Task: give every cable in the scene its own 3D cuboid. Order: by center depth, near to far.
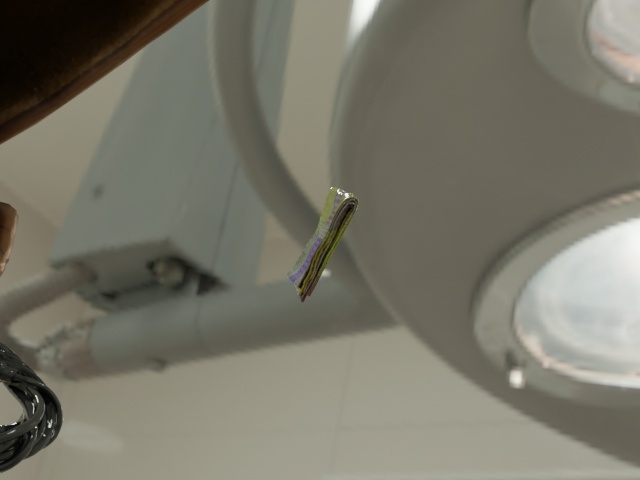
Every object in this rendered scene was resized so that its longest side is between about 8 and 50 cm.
[{"bbox_3d":[-0.261,0.092,1.015,0.185,0.150,0.047,24,-74,-19],"label":"cable"}]

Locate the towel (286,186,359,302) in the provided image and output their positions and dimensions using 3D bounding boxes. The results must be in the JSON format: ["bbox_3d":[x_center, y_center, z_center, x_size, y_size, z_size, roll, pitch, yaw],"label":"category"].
[{"bbox_3d":[0.000,0.000,0.793,0.009,0.060,0.083,27,4,-7],"label":"towel"}]

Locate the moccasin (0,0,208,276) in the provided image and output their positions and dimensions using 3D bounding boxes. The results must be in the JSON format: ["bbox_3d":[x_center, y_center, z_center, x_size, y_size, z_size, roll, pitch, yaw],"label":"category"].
[{"bbox_3d":[-0.135,-0.028,0.416,0.147,0.380,0.139,49,-4,17],"label":"moccasin"}]
